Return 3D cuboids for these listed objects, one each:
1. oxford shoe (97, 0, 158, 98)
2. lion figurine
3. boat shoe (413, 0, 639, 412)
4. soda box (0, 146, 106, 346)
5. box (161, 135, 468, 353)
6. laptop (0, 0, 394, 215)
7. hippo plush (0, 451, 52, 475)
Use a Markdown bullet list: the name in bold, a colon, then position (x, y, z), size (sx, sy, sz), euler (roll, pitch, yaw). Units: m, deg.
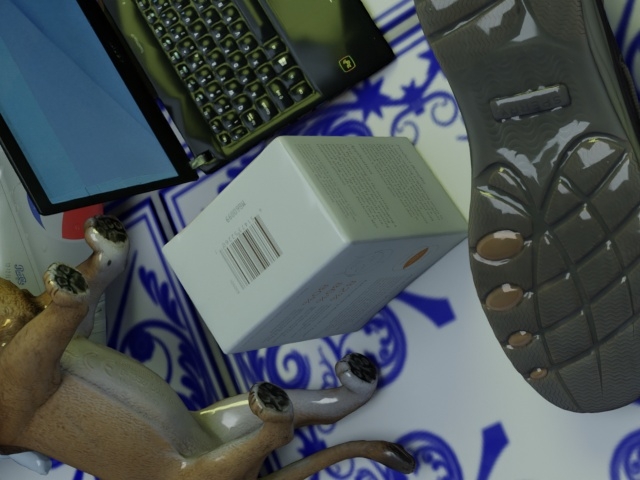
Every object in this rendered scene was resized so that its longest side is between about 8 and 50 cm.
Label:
- **oxford shoe**: position (-0.151, -0.209, 1.289), size (0.076, 0.076, 0.212), euler (154, 120, -72)
- **lion figurine**: position (-0.148, 0.125, 1.188), size (0.392, 0.142, 0.240), euler (34, 123, -10)
- **boat shoe**: position (0.162, -0.064, 1.052), size (0.132, 0.130, 0.355), euler (-5, 108, 25)
- **soda box**: position (-0.233, -0.038, 1.313), size (0.098, 0.091, 0.286), euler (0, 92, 62)
- **box**: position (0.000, 0.000, 1.131), size (0.130, 0.170, 0.091), euler (-42, 71, 27)
- **laptop**: position (-0.123, -0.171, 1.161), size (0.264, 0.136, 0.234), euler (-31, 79, 3)
- **hippo plush**: position (-0.382, 0.182, 1.404), size (0.294, 0.234, 0.236), euler (11, 122, -8)
